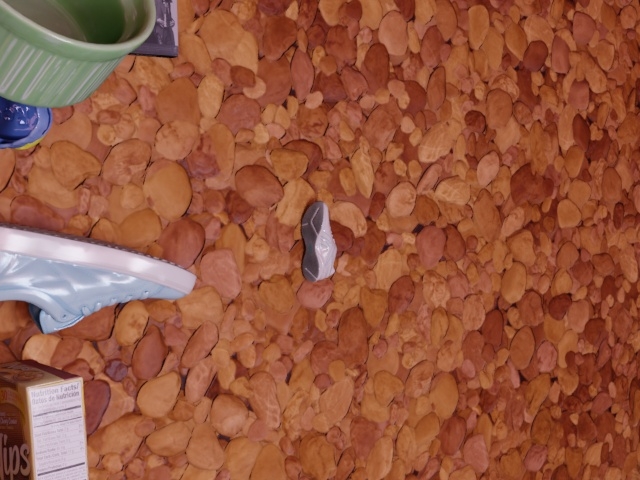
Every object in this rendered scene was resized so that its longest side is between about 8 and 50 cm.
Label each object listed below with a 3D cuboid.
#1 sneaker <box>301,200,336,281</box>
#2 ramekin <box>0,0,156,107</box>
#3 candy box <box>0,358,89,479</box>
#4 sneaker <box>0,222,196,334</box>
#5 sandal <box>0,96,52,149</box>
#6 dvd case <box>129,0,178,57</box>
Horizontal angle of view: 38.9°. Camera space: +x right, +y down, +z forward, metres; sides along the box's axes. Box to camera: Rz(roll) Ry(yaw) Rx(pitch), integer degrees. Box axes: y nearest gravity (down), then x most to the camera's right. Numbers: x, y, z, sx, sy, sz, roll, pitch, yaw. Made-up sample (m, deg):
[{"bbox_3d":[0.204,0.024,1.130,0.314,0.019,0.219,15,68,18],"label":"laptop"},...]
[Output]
[{"bbox_3d":[0.000,0.000,1.706,0.061,0.053,0.152,-6,102,-47],"label":"sneaker"},{"bbox_3d":[-0.392,-0.326,1.236,0.303,0.148,0.303,29,38,-25],"label":"ramekin"},{"bbox_3d":[-0.407,0.343,1.308,0.087,0.183,0.317,-8,97,-39],"label":"candy box"},{"bbox_3d":[-0.370,0.070,1.373,0.366,0.135,0.150,13,91,-29],"label":"sneaker"},{"bbox_3d":[-0.505,-0.174,1.240,0.317,0.138,0.126,-13,102,-36],"label":"sandal"},{"bbox_3d":[-0.312,-0.418,1.448,0.179,0.029,0.239,-4,94,-38],"label":"dvd case"}]
